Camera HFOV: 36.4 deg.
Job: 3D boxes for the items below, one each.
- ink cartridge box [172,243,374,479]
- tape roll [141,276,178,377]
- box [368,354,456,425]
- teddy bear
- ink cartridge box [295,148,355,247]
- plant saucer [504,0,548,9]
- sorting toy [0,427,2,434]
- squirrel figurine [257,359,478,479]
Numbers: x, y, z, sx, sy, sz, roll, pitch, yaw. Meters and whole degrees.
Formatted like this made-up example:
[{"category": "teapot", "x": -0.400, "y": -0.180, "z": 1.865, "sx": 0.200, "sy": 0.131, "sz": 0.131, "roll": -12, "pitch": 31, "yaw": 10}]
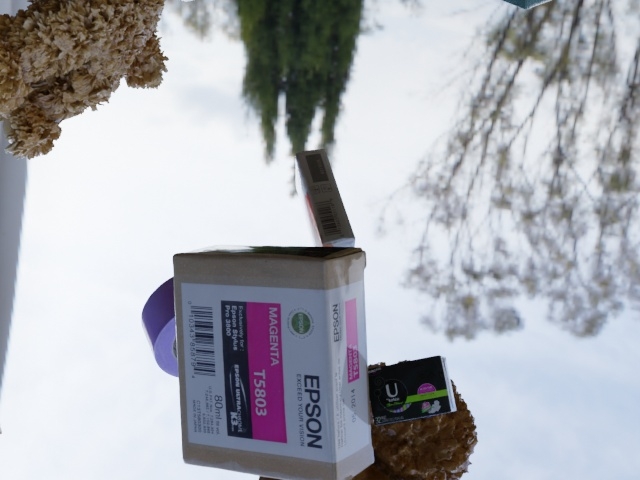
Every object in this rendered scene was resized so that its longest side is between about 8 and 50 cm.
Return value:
[{"category": "ink cartridge box", "x": -0.051, "y": 0.125, "z": 1.022, "sx": 0.193, "sy": 0.234, "sz": 0.088, "roll": 0, "pitch": -174, "yaw": 30}, {"category": "tape roll", "x": -0.199, "y": 0.139, "z": 1.632, "sx": 0.189, "sy": 0.189, "sz": 0.080, "roll": -8, "pitch": -136, "yaw": -24}, {"category": "box", "x": 0.097, "y": 0.160, "z": 1.037, "sx": 0.083, "sy": 0.062, "sz": 0.052, "roll": -13, "pitch": 168, "yaw": 12}, {"category": "teddy bear", "x": -0.216, "y": -0.223, "z": 0.989, "sx": 0.113, "sy": 0.245, "sz": 0.338, "roll": 28, "pitch": -129, "yaw": 24}, {"category": "ink cartridge box", "x": 0.000, "y": 0.000, "z": 1.185, "sx": 0.045, "sy": 0.179, "sz": 0.145, "roll": -8, "pitch": -128, "yaw": -12}, {"category": "plant saucer", "x": 0.274, "y": -0.338, "z": 1.307, "sx": 0.067, "sy": 0.018, "sz": 0.192, "roll": 27, "pitch": -153, "yaw": 17}, {"category": "sorting toy", "x": -0.401, "y": 0.211, "z": 1.080, "sx": 0.075, "sy": 0.083, "sz": 0.045, "roll": -32, "pitch": -112, "yaw": -13}, {"category": "squirrel figurine", "x": 0.099, "y": 0.351, "z": 1.300, "sx": 0.370, "sy": 0.397, "sz": 0.281, "roll": 14, "pitch": 170, "yaw": 0}]
